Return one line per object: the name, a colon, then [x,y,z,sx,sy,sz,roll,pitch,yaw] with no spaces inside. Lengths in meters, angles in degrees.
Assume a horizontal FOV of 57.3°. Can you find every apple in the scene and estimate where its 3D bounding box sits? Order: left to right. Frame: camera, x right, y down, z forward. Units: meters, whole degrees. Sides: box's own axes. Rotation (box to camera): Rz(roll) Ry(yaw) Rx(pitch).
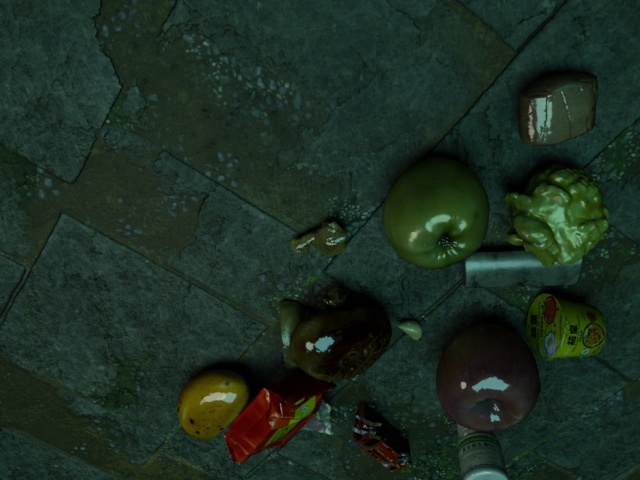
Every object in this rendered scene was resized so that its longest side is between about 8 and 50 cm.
apple: [0.275,-0.059,1.388,0.263,0.262,0.262,2,123,3]
apple: [0.467,0.384,1.655,0.306,0.235,0.305,4,127,6]

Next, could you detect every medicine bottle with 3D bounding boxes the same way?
medicine bottle: [0.500,0.665,1.833,0.139,0.236,0.139,3,124,4]

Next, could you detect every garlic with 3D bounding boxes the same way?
garlic: [0.269,0.260,1.706,0.053,0.041,0.083,-29,124,26]

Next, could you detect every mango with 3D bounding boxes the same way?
mango: [-0.336,0.500,1.835,0.290,0.160,0.191,-40,95,26]

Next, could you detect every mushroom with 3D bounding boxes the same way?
mushroom: [0.060,0.273,1.630,0.297,0.163,0.278,-12,119,-21]

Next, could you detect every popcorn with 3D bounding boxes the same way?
popcorn: [0.565,-0.057,1.396,0.255,0.194,0.256,-4,124,-5]

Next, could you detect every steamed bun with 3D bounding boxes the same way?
steamed bun: [0.519,-0.296,1.292,0.175,0.106,0.144,-15,116,-3]

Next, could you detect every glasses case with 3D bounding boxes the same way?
glasses case: [0.529,0.068,1.548,0.300,0.060,0.114,-3,123,6]

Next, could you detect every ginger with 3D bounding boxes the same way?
ginger: [0.005,0.006,1.547,0.165,0.067,0.096,-21,120,32]

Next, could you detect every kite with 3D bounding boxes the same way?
kite: [0.019,0.560,1.857,0.361,0.022,0.204,13,120,21]

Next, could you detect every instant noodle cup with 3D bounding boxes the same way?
instant noodle cup: [0.671,0.239,1.590,0.145,0.182,0.182,6,124,-10]

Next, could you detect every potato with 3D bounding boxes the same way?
potato: [-0.056,0.304,1.721,0.121,0.100,0.261,0,123,5]

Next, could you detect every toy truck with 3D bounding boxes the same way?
toy truck: [0.192,0.647,1.921,0.114,0.107,0.253,-36,114,23]

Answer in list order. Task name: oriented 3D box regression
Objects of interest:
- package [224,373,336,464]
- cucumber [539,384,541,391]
package: [-0.133,0.539,1.798,0.196,0.123,0.423,-10,147,-43]
cucumber: [0.634,0.425,1.751,0.048,0.105,0.048,2,113,5]
